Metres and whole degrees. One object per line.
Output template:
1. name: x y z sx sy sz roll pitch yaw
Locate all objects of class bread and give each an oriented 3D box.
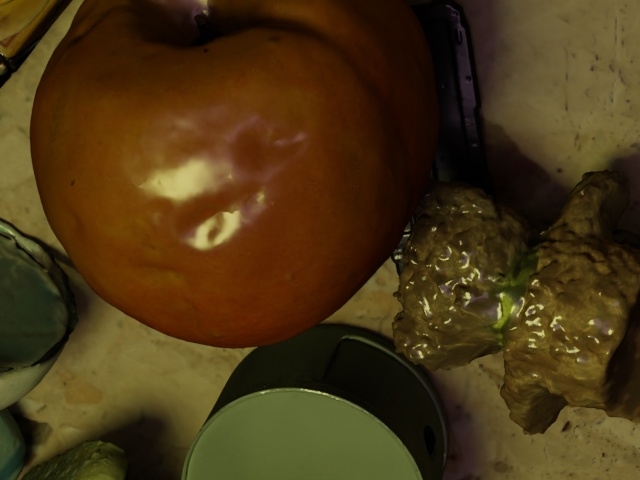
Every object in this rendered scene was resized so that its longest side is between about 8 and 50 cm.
1. bread: -0.277 0.294 1.621 0.056 0.207 0.286 34 145 -15

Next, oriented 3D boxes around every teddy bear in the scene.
1. teddy bear: 0.224 0.056 1.490 0.222 0.296 0.246 35 116 45

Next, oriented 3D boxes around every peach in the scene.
1. peach: -0.062 -0.083 1.393 0.343 0.342 0.301 -8 136 15

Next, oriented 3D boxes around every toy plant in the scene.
1. toy plant: -0.386 0.159 1.639 0.247 0.247 0.332 26 122 1

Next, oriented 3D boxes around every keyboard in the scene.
1. keyboard: 0.095 -0.083 1.529 0.106 0.016 0.262 -6 111 14

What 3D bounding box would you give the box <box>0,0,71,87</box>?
1. box: -0.296 -0.308 1.470 0.264 0.116 0.415 43 114 -8

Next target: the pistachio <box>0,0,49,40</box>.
1. pistachio: -0.357 -0.238 1.318 0.309 0.230 0.229 7 113 11

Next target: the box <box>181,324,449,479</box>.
1. box: -0.001 0.205 1.595 0.226 0.149 0.226 5 113 11
